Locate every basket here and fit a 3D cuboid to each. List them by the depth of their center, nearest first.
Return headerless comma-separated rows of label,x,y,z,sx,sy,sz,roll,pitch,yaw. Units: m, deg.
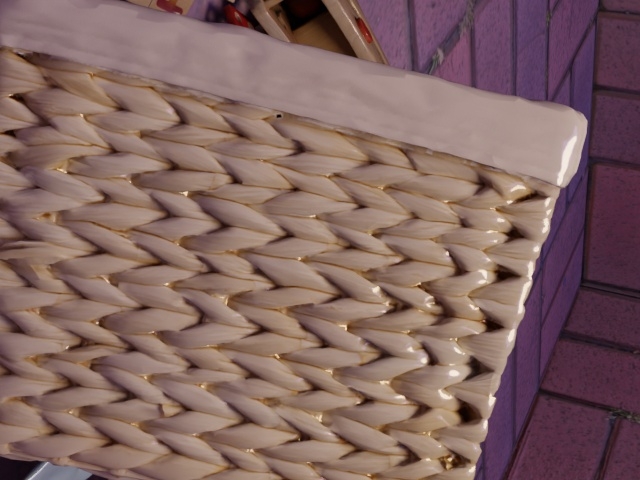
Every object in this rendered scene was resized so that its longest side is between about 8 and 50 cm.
basket,-0.043,-0.003,0.656,0.328,0.331,0.266,-115,-144,-81

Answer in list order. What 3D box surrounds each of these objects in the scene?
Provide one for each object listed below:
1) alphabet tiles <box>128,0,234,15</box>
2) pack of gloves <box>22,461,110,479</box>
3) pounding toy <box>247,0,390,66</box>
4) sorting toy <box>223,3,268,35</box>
alphabet tiles,-0.098,-0.296,0.757,0.198,0.009,0.237,17,108,-52
pack of gloves,-0.250,0.251,0.812,0.232,0.046,0.195,-49,155,-41
pounding toy,0.031,-0.228,0.965,0.269,0.155,0.154,63,16,0
sorting toy,-0.034,-0.143,0.997,0.274,0.046,0.132,18,49,-64
